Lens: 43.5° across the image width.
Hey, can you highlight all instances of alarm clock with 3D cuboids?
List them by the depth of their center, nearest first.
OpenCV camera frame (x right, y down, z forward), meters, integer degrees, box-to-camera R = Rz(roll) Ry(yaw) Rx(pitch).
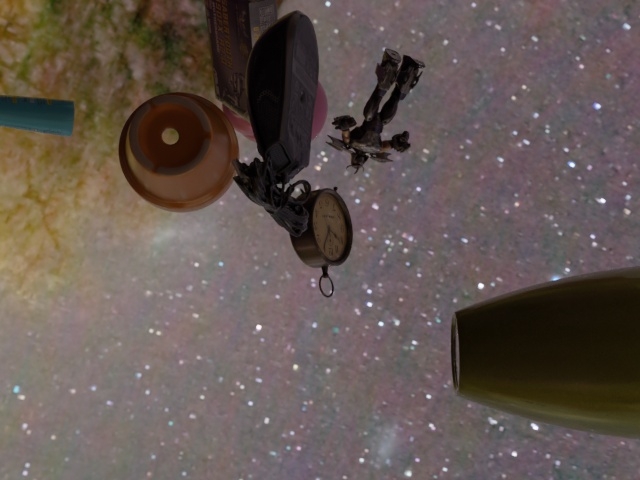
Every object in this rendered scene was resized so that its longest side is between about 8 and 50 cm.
[{"bbox_3d":[0.000,0.000,1.329,0.064,0.129,0.192,-12,-100,31],"label":"alarm clock"}]

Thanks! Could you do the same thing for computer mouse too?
[{"bbox_3d":[-0.059,-0.155,0.985,0.072,0.188,0.272,1,-106,18],"label":"computer mouse"}]

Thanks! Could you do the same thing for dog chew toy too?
[{"bbox_3d":[-0.114,-0.309,1.855,0.207,0.332,0.206,4,-80,21],"label":"dog chew toy"}]

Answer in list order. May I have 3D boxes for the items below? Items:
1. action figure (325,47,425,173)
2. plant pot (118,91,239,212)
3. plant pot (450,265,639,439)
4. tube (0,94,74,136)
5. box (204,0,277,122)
[{"bbox_3d":[0.122,-0.268,1.736,0.285,0.185,0.099,-67,-148,25],"label":"action figure"},{"bbox_3d":[-0.237,-0.156,1.320,0.188,0.205,0.205,146,-36,-83],"label":"plant pot"},{"bbox_3d":[0.361,0.179,1.276,0.275,0.294,0.274,-1,90,-87],"label":"plant pot"},{"bbox_3d":[-0.449,-0.180,1.107,0.080,0.207,0.052,-147,-116,-63],"label":"tube"},{"bbox_3d":[-0.137,-0.336,1.432,0.183,0.056,0.231,41,-37,46],"label":"box"}]
